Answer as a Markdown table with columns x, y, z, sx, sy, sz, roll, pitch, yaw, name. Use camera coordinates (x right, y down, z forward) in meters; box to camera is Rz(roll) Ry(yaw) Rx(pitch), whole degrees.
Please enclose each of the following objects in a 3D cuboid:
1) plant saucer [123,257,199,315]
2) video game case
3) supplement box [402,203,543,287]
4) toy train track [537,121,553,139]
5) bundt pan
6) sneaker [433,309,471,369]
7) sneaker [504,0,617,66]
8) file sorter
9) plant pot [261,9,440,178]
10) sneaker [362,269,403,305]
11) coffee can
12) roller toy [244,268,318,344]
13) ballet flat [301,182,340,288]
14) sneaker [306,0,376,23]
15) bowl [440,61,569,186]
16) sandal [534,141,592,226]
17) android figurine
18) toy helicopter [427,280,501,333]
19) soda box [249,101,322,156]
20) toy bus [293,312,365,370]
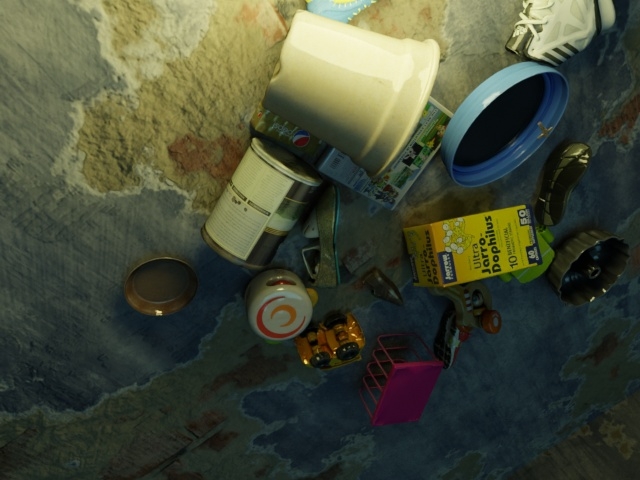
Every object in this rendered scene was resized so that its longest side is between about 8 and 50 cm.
| x | y | z | sx | sy | sz | roll | pitch | yaw | name |
| --- | --- | --- | --- | --- | --- | --- | --- | --- | --- |
| -0.440 | 0.122 | 1.426 | 0.199 | 0.036 | 0.198 | -11 | 125 | -16 | plant saucer |
| 0.190 | -0.273 | 1.435 | 0.300 | 0.036 | 0.329 | 24 | 109 | -34 | video game case |
| 0.470 | 0.017 | 1.606 | 0.357 | 0.195 | 0.194 | -11 | 90 | -17 | supplement box |
| 0.637 | -0.319 | 1.476 | 0.048 | 0.014 | 0.083 | -38 | 143 | 21 | toy train track |
| 1.015 | 0.094 | 1.986 | 0.331 | 0.124 | 0.330 | -11 | 125 | -16 | bundt pan |
| 0.524 | 0.385 | 1.985 | 0.119 | 0.107 | 0.278 | -8 | 125 | -25 | sneaker |
| 0.566 | -0.609 | 1.285 | 0.257 | 0.169 | 0.447 | -45 | 130 | 7 | sneaker |
| 0.283 | 0.510 | 1.911 | 0.202 | 0.182 | 0.290 | 2 | 120 | -23 | file sorter |
| 0.047 | -0.348 | 1.151 | 0.306 | 0.333 | 0.333 | 21 | 113 | -12 | plant pot |
| 0.210 | 0.166 | 1.735 | 0.071 | 0.066 | 0.188 | -30 | 125 | 19 | sneaker |
| -0.150 | -0.091 | 1.303 | 0.202 | 0.201 | 0.275 | 21 | 111 | -33 | coffee can |
| -0.126 | 0.187 | 1.536 | 0.209 | 0.146 | 0.191 | -38 | 118 | 5 | roller toy |
| 0.000 | 0.000 | 1.494 | 0.123 | 0.123 | 0.348 | -13 | 126 | -16 | ballet flat |
| 0.067 | -0.552 | 1.175 | 0.240 | 0.091 | 0.126 | -9 | 143 | -19 | sneaker |
| 0.510 | -0.321 | 1.448 | 0.391 | 0.077 | 0.391 | -22 | 147 | -16 | bowl |
| 0.805 | -0.192 | 1.727 | 0.086 | 0.120 | 0.302 | -24 | 136 | -44 | sandal |
| 0.752 | 0.054 | 1.888 | 0.248 | 0.056 | 0.273 | -47 | 127 | 11 | android figurine |
| 0.493 | 0.175 | 1.787 | 0.355 | 0.140 | 0.234 | 26 | 69 | -36 | toy helicopter |
| -0.083 | -0.279 | 1.297 | 0.181 | 0.058 | 0.061 | 20 | 113 | -32 | soda box |
| 0.031 | 0.371 | 1.749 | 0.220 | 0.149 | 0.211 | -17 | 143 | -10 | toy bus |
